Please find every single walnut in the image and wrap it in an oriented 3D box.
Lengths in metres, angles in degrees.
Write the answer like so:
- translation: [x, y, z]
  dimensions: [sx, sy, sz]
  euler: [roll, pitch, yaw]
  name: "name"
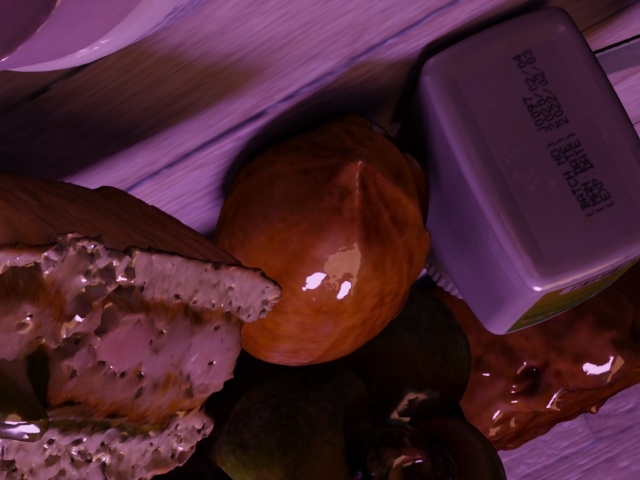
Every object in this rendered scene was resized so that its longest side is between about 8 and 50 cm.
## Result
- translation: [0.000, 0.000, 0.896]
  dimensions: [0.115, 0.116, 0.207]
  euler: [-22, 162, -16]
  name: "walnut"

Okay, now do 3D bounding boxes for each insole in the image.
- translation: [0.197, -0.114, 1.051]
  dimensions: [0.232, 0.003, 0.080]
  euler: [-20, 168, -27]
  name: "insole"

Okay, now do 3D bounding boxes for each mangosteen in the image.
- translation: [-0.037, 0.158, 1.063]
  dimensions: [0.300, 0.300, 0.300]
  euler: [-25, 169, -5]
  name: "mangosteen"

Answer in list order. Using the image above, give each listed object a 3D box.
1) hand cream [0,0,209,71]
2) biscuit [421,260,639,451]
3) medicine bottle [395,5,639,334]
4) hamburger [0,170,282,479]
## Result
- translation: [-0.036, -0.095, 0.455]
  dimensions: [0.133, 0.083, 0.248]
  euler: [-29, 180, 21]
  name: "hand cream"
- translation: [0.194, 0.096, 1.616]
  dimensions: [0.342, 0.166, 0.395]
  euler: [-11, 161, -48]
  name: "biscuit"
- translation: [0.101, -0.025, 0.912]
  dimensions: [0.088, 0.132, 0.188]
  euler: [-25, 171, -9]
  name: "medicine bottle"
- translation: [-0.131, 0.032, 0.671]
  dimensions: [0.124, 0.131, 0.262]
  euler: [-62, 157, 5]
  name: "hamburger"
